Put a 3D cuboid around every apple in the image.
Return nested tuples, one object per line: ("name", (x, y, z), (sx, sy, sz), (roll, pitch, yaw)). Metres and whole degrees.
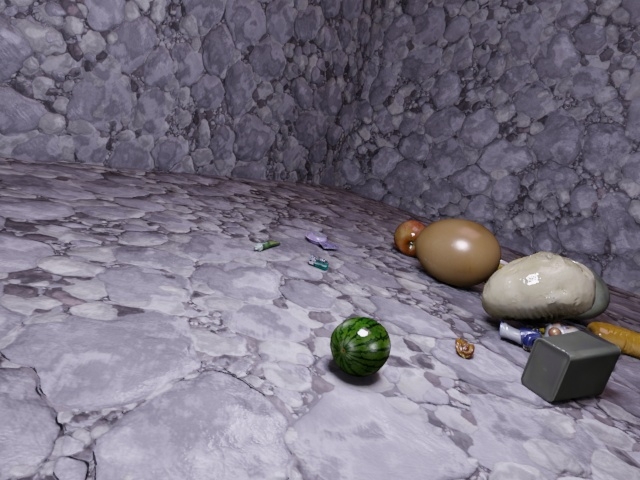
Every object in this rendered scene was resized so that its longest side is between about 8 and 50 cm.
("apple", (0.476, -0.009, 2.371), (0.189, 0.188, 0.174), (17, 24, 7))

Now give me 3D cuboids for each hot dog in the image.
("hot dog", (0.429, 0.320, 1.362), (0.058, 0.035, 0.083), (22, 15, 11))

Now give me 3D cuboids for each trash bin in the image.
("trash bin", (0.694, 0.352, 1.274), (0.241, 0.163, 0.122), (2, 18, -32))

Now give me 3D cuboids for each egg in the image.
("egg", (0.610, 0.052, 2.040), (0.374, 0.300, 0.301), (12, 10, 34))
("egg", (1.083, 0.209, 2.015), (0.352, 0.258, 0.259), (34, 22, 36))

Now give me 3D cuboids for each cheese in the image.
("cheese", (0.000, 0.000, 2.128), (0.105, 0.042, 0.191), (1, 22, -40))

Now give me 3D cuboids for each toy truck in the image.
("toy truck", (-0.007, 0.086, 1.790), (0.083, 0.044, 0.039), (19, -7, 17))

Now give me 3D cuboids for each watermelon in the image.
("watermelon", (0.104, 0.249, 1.095), (0.141, 0.140, 0.187), (23, 12, 29))

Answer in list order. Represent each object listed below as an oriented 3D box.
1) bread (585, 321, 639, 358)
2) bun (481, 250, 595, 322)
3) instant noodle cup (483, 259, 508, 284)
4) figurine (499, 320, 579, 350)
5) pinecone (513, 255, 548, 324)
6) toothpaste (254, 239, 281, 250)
("bread", (1.207, 0.396, 1.772), (0.306, 0.091, 0.142), (17, 20, 9))
("bun", (0.731, 0.166, 1.569), (0.326, 0.234, 0.362), (9, -21, -37))
("instant noodle cup", (0.865, 0.158, 2.254), (0.152, 0.122, 0.151), (12, 16, -4))
("figurine", (0.735, 0.325, 1.499), (0.275, 0.133, 0.194), (10, -9, 6))
("pinecone", (0.862, 0.202, 1.814), (0.244, 0.308, 0.244), (-22, -1, -1))
("toothpaste", (-0.219, 0.017, 1.861), (0.049, 0.031, 0.204), (19, 12, 15))
